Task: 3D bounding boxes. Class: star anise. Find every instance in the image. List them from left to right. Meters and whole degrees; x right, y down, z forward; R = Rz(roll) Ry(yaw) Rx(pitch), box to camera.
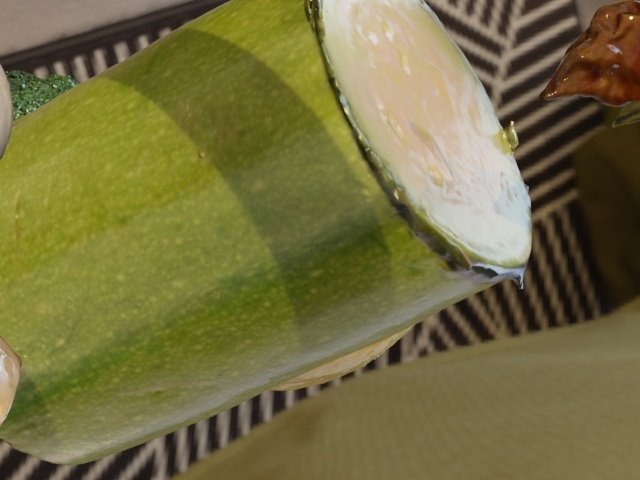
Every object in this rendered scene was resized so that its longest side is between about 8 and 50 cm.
[{"bbox_3d":[0.245,-0.123,0.983,0.212,0.196,0.111,-18,117,-43],"label":"star anise"}]

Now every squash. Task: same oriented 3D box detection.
[{"bbox_3d":[-0.070,-0.020,1.176,0.263,0.384,0.263,39,37,-38],"label":"squash"}]

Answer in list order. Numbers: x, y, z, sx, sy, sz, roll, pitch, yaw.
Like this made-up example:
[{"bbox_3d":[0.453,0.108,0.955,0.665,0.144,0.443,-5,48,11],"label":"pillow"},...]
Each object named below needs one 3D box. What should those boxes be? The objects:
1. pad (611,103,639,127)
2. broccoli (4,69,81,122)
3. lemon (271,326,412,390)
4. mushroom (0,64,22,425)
[{"bbox_3d":[0.411,-0.190,1.914,0.004,0.116,0.193,61,38,-21],"label":"pad"},{"bbox_3d":[-0.274,-0.025,1.543,0.265,0.294,0.245,-46,135,-18],"label":"broccoli"},{"bbox_3d":[0.000,0.000,2.037,0.364,0.364,0.364,2,87,-32],"label":"lemon"},{"bbox_3d":[-0.206,-0.002,0.685,0.207,0.207,0.215,-42,106,-27],"label":"mushroom"}]
